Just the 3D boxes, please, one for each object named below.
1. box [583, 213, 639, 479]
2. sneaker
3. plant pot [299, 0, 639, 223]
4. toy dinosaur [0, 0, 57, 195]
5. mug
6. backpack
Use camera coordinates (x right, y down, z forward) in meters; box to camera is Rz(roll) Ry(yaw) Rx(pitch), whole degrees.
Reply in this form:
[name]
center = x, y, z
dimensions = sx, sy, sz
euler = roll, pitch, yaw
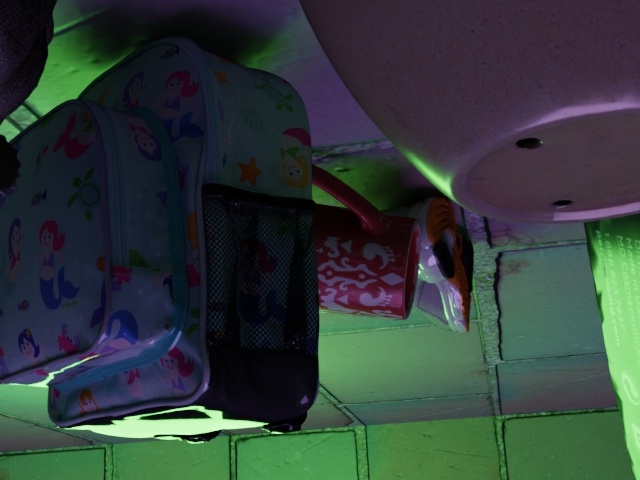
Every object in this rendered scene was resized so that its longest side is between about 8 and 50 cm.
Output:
[box]
center = 0.450, 0.054, 0.438
dimensions = 0.480, 0.297, 0.472
euler = -15, -172, -7
[sneaker]
center = 0.094, 0.027, 1.049
dimensions = 0.121, 0.099, 0.262
euler = -1, 155, 18
[plant pot]
center = 0.114, -0.117, 0.453
dimensions = 0.284, 0.191, 0.284
euler = -2, 162, -1
[toy dinosaur]
center = -0.166, -0.115, 0.466
dimensions = 0.121, 0.160, 0.313
euler = 5, 160, -23
[mug]
center = -0.002, 0.010, 0.878
dimensions = 0.169, 0.113, 0.150
euler = 7, 155, 12
[backpack]
center = -0.112, -0.004, 0.660
dimensions = 0.191, 0.254, 0.225
euler = 18, 156, -38
